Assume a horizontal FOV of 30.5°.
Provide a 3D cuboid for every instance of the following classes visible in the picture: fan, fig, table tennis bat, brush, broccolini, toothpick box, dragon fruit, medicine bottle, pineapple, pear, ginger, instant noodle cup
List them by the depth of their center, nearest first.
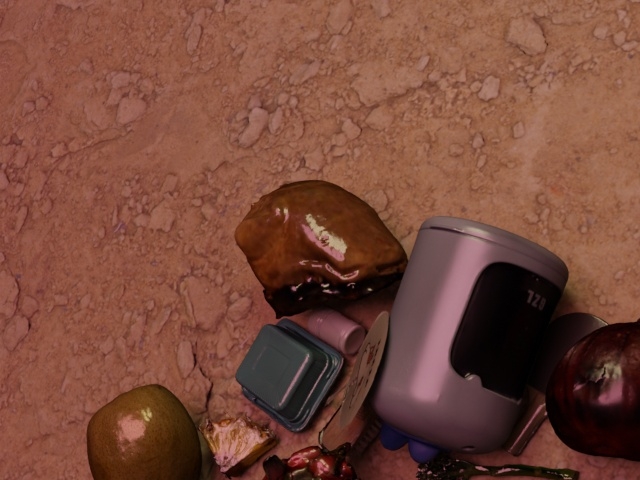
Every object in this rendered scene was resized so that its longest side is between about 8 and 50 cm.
[{"bbox_3d":[0.425,0.181,1.652,0.203,0.186,0.250,-8,59,44],"label":"fig"},{"bbox_3d":[0.256,0.346,1.758,0.254,0.057,0.071,-5,109,33],"label":"broccolini"},{"bbox_3d":[0.199,0.163,1.764,0.263,0.263,0.355,14,79,35],"label":"toothpick box"},{"bbox_3d":[0.355,0.219,1.773,0.138,0.022,0.246,34,87,37],"label":"table tennis bat"},{"bbox_3d":[-0.022,0.412,1.779,0.192,0.274,0.193,-15,65,-7],"label":"dragon fruit"},{"bbox_3d":[0.050,0.219,1.823,0.009,0.329,0.191,21,63,-7],"label":"fan"},{"bbox_3d":[0.118,0.220,1.900,0.070,0.065,0.327,25,74,44],"label":"brush"},{"bbox_3d":[0.002,-0.001,1.966,0.269,0.200,0.223,-19,90,30],"label":"ginger"},{"bbox_3d":[0.027,0.150,1.979,0.089,0.057,0.057,29,86,36],"label":"medicine bottle"},{"bbox_3d":[-0.141,0.347,1.987,0.137,0.069,0.116,-1,68,29],"label":"pineapple"},{"bbox_3d":[-0.296,0.362,1.987,0.188,0.228,0.211,-20,80,-18],"label":"pear"},{"bbox_3d":[-0.063,0.221,1.987,0.179,0.070,0.157,29,88,42],"label":"instant noodle cup"}]
